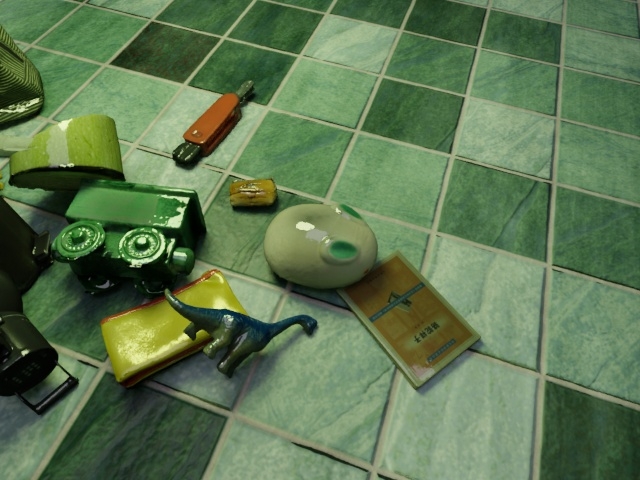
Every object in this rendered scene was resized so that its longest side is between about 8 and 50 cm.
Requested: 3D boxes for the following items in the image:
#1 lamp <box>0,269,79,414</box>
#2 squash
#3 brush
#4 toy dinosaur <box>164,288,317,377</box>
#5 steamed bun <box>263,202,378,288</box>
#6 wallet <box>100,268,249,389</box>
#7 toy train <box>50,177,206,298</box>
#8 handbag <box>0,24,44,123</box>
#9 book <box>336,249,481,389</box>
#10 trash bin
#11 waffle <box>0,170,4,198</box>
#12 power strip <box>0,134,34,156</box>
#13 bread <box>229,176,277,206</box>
[{"bbox_3d":[-0.528,0.163,0.733,0.227,0.172,0.147,35,60,21],"label":"lamp"},{"bbox_3d":[-0.525,-0.170,0.914,0.220,0.220,0.133,-13,91,-11],"label":"squash"},{"bbox_3d":[-0.258,-0.302,1.130,0.070,0.051,0.323,23,61,20],"label":"brush"},{"bbox_3d":[-0.134,0.131,0.777,0.188,0.075,0.247,-46,109,-22],"label":"toy dinosaur"},{"bbox_3d":[0.000,0.000,0.880,0.228,0.130,0.177,11,51,11],"label":"steamed bun"},{"bbox_3d":[-0.264,0.155,0.817,0.241,0.067,0.141,-24,56,-23],"label":"wallet"},{"bbox_3d":[-0.369,-0.003,0.865,0.266,0.145,0.201,7,53,1],"label":"toy train"},{"bbox_3d":[-0.876,-0.405,1.057,0.341,0.240,0.247,-16,63,-14],"label":"handbag"},{"bbox_3d":[0.167,0.142,0.867,0.170,0.018,0.241,-31,62,-21],"label":"book"},{"bbox_3d":[-0.658,-0.027,0.776,0.252,0.301,0.202,-11,58,-6],"label":"trash bin"},{"bbox_3d":[-0.787,-0.098,0.946,0.193,0.070,0.197,-17,55,-8],"label":"waffle"},{"bbox_3d":[-0.713,-0.224,1.064,0.191,0.030,0.047,4,57,0],"label":"power strip"},{"bbox_3d":[-0.151,-0.109,1.001,0.106,0.053,0.072,-3,53,2],"label":"bread"}]
